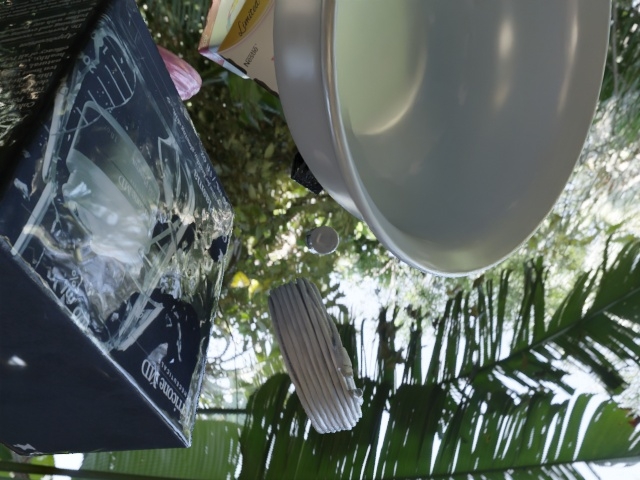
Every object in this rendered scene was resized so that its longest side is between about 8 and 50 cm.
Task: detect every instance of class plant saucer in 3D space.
[{"bbox_3d":[-0.476,-0.429,1.525,0.332,0.332,0.084,15,-96,12],"label":"plant saucer"}]

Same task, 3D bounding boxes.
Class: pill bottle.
[{"bbox_3d":[0.000,0.000,1.399,0.067,0.120,0.067,0,-91,-10],"label":"pill bottle"}]

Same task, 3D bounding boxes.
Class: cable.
[{"bbox_3d":[-0.010,0.188,0.972,0.089,0.257,0.257,-22,-126,-5],"label":"cable"}]

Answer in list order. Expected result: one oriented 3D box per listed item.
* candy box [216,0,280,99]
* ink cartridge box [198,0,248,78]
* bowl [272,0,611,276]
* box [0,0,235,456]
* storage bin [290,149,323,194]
[{"bbox_3d":[0.021,-0.216,0.688,0.233,0.159,0.071,35,-159,-2],"label":"candy box"},{"bbox_3d":[-0.123,-0.402,1.151,0.176,0.128,0.127,8,-99,45],"label":"ink cartridge box"},{"bbox_3d":[0.070,-0.134,0.411,0.134,0.298,0.298,17,-127,46],"label":"bowl"},{"bbox_3d":[-0.357,-0.017,0.846,0.297,0.480,0.471,-6,-132,12],"label":"box"},{"bbox_3d":[-0.008,-0.213,1.550,0.084,0.122,0.180,32,-156,-14],"label":"storage bin"}]
